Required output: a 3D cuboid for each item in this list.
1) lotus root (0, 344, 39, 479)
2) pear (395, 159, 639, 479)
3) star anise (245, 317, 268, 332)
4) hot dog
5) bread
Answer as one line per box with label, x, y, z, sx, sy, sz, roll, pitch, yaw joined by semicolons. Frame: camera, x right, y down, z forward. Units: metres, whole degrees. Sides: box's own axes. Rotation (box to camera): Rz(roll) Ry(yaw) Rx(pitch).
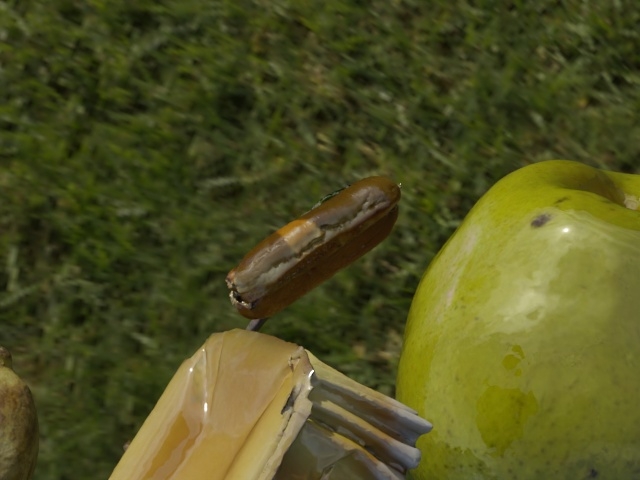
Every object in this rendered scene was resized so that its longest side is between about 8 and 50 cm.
lotus root;-0.380;0.219;1.955;0.138;0.138;0.214;3;67;26
pear;0.181;0.101;1.125;0.294;0.294;0.294;-4;80;25
star anise;-0.067;0.197;1.863;0.148;0.227;0.218;11;71;-2
hot dog;0.000;0.000;1.783;0.235;0.092;0.062;-32;60;-30
bread;-0.054;0.170;0.860;0.136;0.107;0.241;6;63;58
